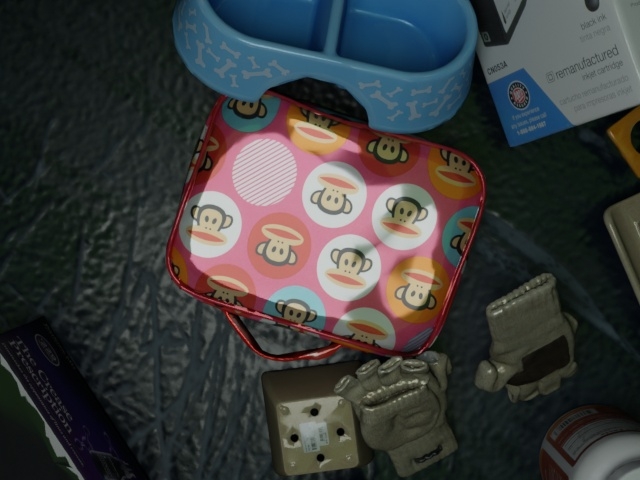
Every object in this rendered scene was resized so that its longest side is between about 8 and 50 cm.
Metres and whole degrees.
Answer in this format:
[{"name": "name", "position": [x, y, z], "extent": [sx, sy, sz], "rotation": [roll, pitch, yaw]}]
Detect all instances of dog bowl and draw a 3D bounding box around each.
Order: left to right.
[{"name": "dog bowl", "position": [0.010, -0.204, 1.035], "extent": [0.297, 0.074, 0.165], "rotation": [12, 63, -5]}]

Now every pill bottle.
[{"name": "pill bottle", "position": [0.290, 0.236, 1.058], "extent": [0.121, 0.216, 0.121], "rotation": [0, 93, 0]}]

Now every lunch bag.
[{"name": "lunch bag", "position": [0.000, 0.000, 1.097], "extent": [0.293, 0.120, 0.258], "rotation": [19, 93, -1]}]

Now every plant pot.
[{"name": "plant pot", "position": [-0.002, 0.188, 1.116], "extent": [0.109, 0.096, 0.108], "rotation": [-7, 92, -1]}]

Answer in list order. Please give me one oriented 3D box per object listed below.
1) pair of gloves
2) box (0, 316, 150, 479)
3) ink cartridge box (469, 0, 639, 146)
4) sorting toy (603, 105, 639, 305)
[{"name": "pair of gloves", "position": [0.145, 0.132, 1.084], "extent": [0.240, 0.204, 0.042], "rotation": [-32, 52, 4]}, {"name": "box", "position": [-0.262, 0.216, 1.074], "extent": [0.103, 0.184, 0.261], "rotation": [-33, 92, -1]}, {"name": "ink cartridge box", "position": [0.229, -0.266, 1.023], "extent": [0.129, 0.223, 0.307], "rotation": [-21, 92, -22]}, {"name": "sorting toy", "position": [0.403, 0.011, 1.136], "extent": [0.196, 0.047, 0.347], "rotation": [-24, 95, -6]}]
